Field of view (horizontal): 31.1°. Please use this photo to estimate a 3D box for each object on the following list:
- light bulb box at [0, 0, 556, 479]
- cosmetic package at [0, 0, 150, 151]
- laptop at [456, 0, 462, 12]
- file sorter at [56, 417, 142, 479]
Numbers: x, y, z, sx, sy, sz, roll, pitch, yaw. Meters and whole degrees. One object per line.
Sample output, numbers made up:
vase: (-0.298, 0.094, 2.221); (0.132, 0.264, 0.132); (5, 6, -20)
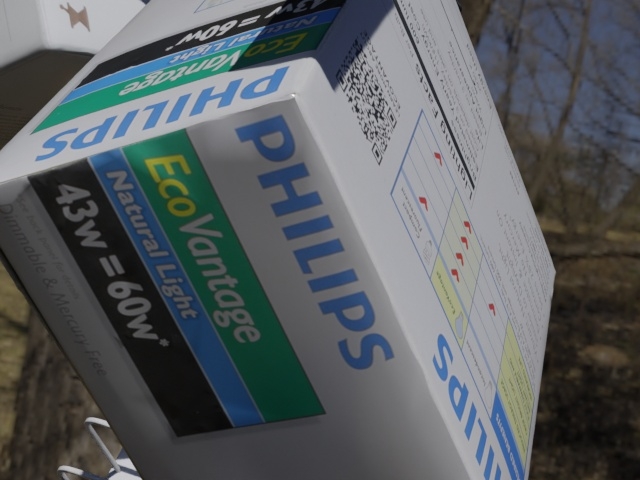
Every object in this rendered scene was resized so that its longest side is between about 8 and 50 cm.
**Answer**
light bulb box: (0.000, 0.000, 0.813); (0.225, 0.358, 0.361); (-14, 26, 24)
cosmetic package: (-0.401, -0.319, 1.518); (0.393, 0.329, 0.327); (-16, -8, 32)
laptop: (-0.032, -0.411, 1.800); (0.408, 0.382, 0.236); (52, 23, -3)
file sorter: (-0.207, 0.318, 1.321); (0.193, 0.278, 0.173); (14, -31, 19)
